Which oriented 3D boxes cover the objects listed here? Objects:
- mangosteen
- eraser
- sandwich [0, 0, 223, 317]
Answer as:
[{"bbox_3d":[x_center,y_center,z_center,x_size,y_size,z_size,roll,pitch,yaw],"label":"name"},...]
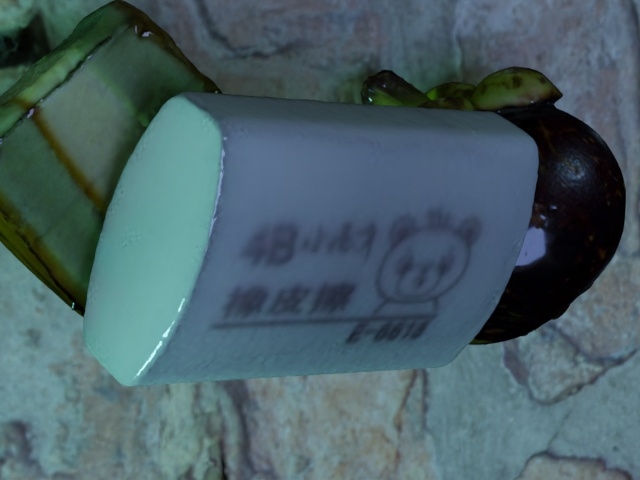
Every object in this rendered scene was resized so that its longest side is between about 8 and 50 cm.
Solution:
[{"bbox_3d":[0.109,-0.037,1.413,0.192,0.192,0.217,-39,98,-11],"label":"mangosteen"},{"bbox_3d":[0.000,0.000,1.201,0.270,0.095,0.174,1,118,-43],"label":"eraser"},{"bbox_3d":[-0.157,-0.063,1.235,0.155,0.198,0.227,-46,137,-9],"label":"sandwich"}]
